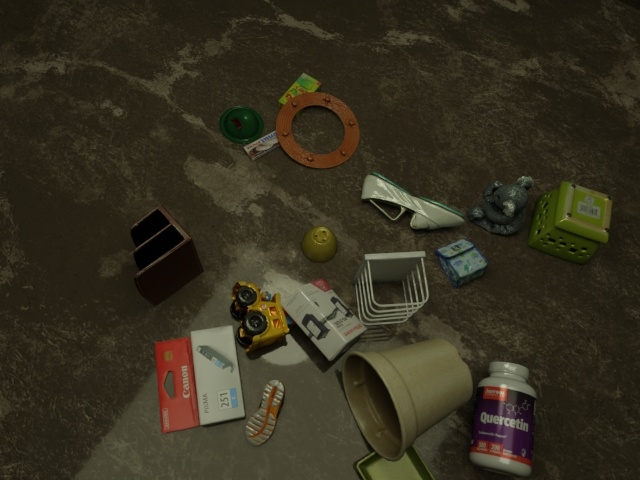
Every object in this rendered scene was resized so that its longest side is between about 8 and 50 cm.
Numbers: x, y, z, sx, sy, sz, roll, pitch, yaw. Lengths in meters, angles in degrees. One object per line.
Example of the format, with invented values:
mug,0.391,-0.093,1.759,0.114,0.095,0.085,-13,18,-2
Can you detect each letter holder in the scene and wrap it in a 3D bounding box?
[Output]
letter holder,-0.524,0.062,1.676,0.214,0.302,0.152,-40,76,-18

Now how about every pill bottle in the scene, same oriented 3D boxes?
pill bottle,0.575,0.555,1.632,0.182,0.181,0.322,14,66,1

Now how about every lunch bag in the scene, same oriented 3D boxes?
lunch bag,0.508,0.070,1.885,0.129,0.096,0.151,-22,56,-11

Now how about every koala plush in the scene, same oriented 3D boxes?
koala plush,0.690,-0.137,1.914,0.203,0.221,0.196,38,69,10

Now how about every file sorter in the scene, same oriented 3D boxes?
file sorter,0.227,0.163,1.716,0.193,0.277,0.173,-3,69,-6

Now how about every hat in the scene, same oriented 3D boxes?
hat,-0.299,-0.486,1.993,0.173,0.183,0.208,-35,74,-18

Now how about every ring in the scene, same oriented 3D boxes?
ring,-0.007,-0.442,2.057,0.337,0.032,0.336,4,73,-11

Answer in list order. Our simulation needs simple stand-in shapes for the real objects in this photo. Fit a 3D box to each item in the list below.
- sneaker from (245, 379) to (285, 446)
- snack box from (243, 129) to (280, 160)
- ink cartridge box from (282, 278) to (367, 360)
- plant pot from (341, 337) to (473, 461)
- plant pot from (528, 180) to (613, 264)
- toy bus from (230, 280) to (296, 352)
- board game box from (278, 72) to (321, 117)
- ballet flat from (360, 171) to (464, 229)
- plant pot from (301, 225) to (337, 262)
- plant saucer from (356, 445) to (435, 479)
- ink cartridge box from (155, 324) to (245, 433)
sneaker,-0.163,0.539,1.631,0.084,0.083,0.214,25,85,11
snack box,-0.209,-0.378,2.043,0.178,0.022,0.064,-32,72,-16
ink cartridge box,0.017,0.254,1.707,0.237,0.172,0.100,47,115,14
plant pot,0.279,0.451,1.602,0.306,0.334,0.333,-16,69,-24
plant pot,0.931,-0.074,1.918,0.228,0.207,0.227,20,66,2
toy bus,-0.179,0.239,1.729,0.212,0.149,0.220,-9,65,-23
board game box,-0.083,-0.596,2.136,0.092,0.043,0.181,33,68,8
ballet flat,0.329,-0.116,1.938,0.400,0.139,0.139,27,67,11
plant pot,0.000,0.000,1.862,0.134,0.095,0.134,2,66,-5
plant saucer,0.232,0.724,1.603,0.188,0.045,0.188,-28,72,-16
ink cartridge box,-0.389,0.438,1.658,0.261,0.066,0.296,-8,68,-10
